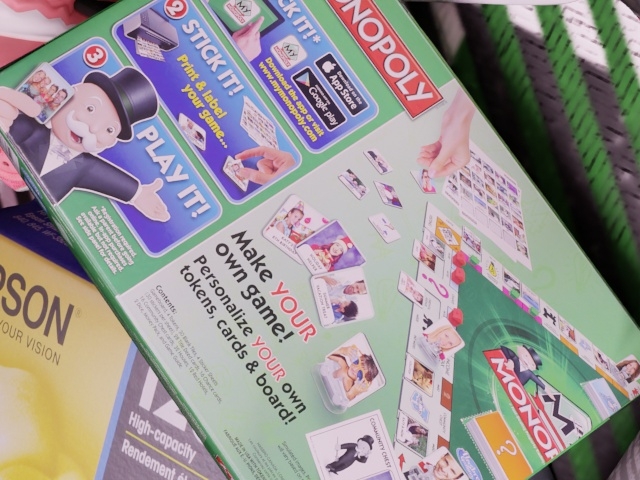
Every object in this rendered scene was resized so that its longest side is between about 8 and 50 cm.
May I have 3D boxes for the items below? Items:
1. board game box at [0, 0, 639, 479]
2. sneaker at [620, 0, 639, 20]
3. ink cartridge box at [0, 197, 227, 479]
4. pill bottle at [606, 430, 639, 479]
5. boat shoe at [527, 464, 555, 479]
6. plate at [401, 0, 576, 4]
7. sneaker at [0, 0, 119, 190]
[{"bbox_3d":[0.000,0.000,0.741,0.317,0.213,0.046,55,165,7],"label":"board game box"},{"bbox_3d":[0.245,-0.115,0.620,0.276,0.135,0.097,10,100,31],"label":"sneaker"},{"bbox_3d":[-0.128,0.094,0.883,0.303,0.072,0.307,22,103,41],"label":"ink cartridge box"},{"bbox_3d":[0.219,0.121,0.652,0.161,0.161,0.283,39,115,23],"label":"pill bottle"},{"bbox_3d":[0.072,0.136,0.803,0.084,0.095,0.258,-27,71,37],"label":"boat shoe"},{"bbox_3d":[0.021,-0.270,0.803,0.278,0.045,0.277,6,99,33],"label":"plate"},{"bbox_3d":[-0.146,-0.087,0.899,0.314,0.116,0.136,22,108,34],"label":"sneaker"}]
